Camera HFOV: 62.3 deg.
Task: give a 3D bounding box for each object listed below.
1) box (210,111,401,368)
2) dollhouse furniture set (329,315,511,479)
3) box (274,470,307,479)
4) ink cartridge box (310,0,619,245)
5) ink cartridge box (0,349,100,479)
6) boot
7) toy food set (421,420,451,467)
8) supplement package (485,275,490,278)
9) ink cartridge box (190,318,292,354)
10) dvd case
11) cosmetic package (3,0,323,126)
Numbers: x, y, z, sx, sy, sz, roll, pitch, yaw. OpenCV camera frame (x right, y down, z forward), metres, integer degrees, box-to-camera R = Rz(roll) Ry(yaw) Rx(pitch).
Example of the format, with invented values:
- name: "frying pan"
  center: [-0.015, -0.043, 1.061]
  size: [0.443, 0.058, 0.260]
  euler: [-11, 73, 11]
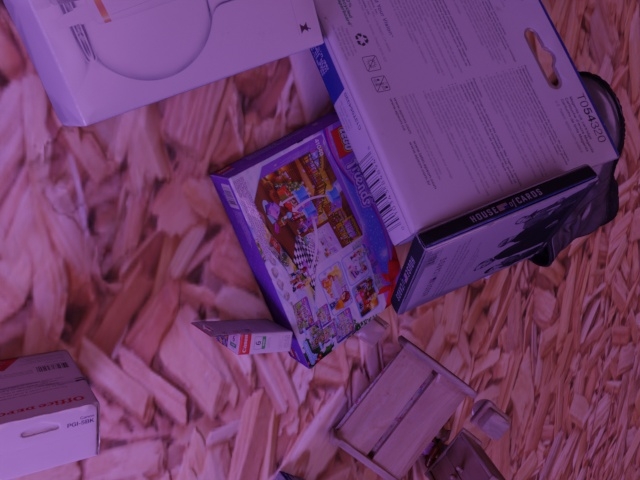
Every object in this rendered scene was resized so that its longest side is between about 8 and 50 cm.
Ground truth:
- name: "box"
  center: [0.000, 0.000, 0.721]
  size: [0.201, 0.057, 0.293]
  euler: [-33, 118, -26]
- name: "dollhouse furniture set"
  center: [0.116, 0.325, 0.888]
  size: [0.356, 0.174, 0.303]
  euler: [38, 91, -3]
- name: "box"
  center: [-0.031, 0.434, 0.791]
  size: [0.137, 0.072, 0.126]
  euler: [37, 78, -37]
- name: "ink cartridge box"
  center: [0.177, -0.194, 0.679]
  size: [0.330, 0.071, 0.324]
  euler: [-18, 80, -22]
- name: "ink cartridge box"
  center: [-0.277, 0.161, 0.502]
  size: [0.099, 0.135, 0.056]
  euler: [-3, 103, -36]
- name: "boot"
  center: [0.466, -0.128, 1.010]
  size: [0.223, 0.118, 0.338]
  euler: [-29, 112, -23]
- name: "toy food set"
  center: [0.217, 0.394, 1.000]
  size: [0.078, 0.019, 0.122]
  euler: [-22, 116, -31]
- name: "supplement package"
  center: [0.240, -0.089, 0.821]
  size: [0.203, 0.149, 0.194]
  euler: [-40, 122, -21]
- name: "ink cartridge box"
  center: [-0.100, 0.122, 0.671]
  size: [0.115, 0.063, 0.029]
  euler: [3, 96, -37]
- name: "dvd case"
  center: [0.208, 0.005, 0.663]
  size: [0.239, 0.029, 0.179]
  euler: [-20, 152, -14]
- name: "cosmetic package"
  center: [-0.175, -0.332, 0.492]
  size: [0.284, 0.097, 0.377]
  euler: [-32, 118, -30]
